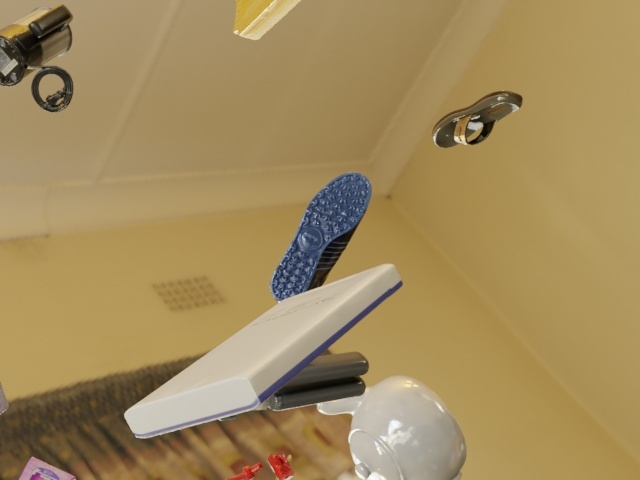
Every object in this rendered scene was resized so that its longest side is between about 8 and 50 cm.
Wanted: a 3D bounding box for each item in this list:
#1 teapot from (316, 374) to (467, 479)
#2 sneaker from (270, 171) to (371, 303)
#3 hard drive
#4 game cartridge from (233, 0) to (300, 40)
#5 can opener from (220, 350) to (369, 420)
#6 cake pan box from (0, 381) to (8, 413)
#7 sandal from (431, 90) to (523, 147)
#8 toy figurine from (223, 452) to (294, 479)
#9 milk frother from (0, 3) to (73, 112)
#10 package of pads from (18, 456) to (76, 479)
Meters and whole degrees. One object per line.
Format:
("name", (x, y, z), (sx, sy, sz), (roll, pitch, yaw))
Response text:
("teapot", (0.147, 0.402, 2.029), (0.187, 0.256, 0.253), (-34, -60, -29))
("sneaker", (0.000, 0.000, 1.611), (0.232, 0.081, 0.090), (-54, -8, -5))
("hard drive", (-0.060, 0.128, 1.266), (0.210, 0.040, 0.318), (-21, 8, 39))
("game cartridge", (-0.060, -0.517, 1.719), (0.052, 0.324, 0.285), (14, -19, -24))
("can opener", (-0.062, 0.204, 1.546), (0.280, 0.093, 0.074), (-3, -65, -25))
("cake pan box", (-0.723, 0.207, 2.006), (0.070, 0.245, 0.267), (-37, -49, -39))
("sandal", (0.287, -0.210, 1.933), (0.090, 0.060, 0.219), (9, -21, -38))
("toy figurine", (-0.125, 0.507, 1.574), (0.191, 0.217, 0.362), (-10, -32, -44))
("milk frother", (-0.424, -0.278, 1.616), (0.129, 0.143, 0.135), (-11, 24, 30))
("package of pads", (-0.449, 0.395, 1.722), (0.050, 0.083, 0.032), (-66, 4, -31))
